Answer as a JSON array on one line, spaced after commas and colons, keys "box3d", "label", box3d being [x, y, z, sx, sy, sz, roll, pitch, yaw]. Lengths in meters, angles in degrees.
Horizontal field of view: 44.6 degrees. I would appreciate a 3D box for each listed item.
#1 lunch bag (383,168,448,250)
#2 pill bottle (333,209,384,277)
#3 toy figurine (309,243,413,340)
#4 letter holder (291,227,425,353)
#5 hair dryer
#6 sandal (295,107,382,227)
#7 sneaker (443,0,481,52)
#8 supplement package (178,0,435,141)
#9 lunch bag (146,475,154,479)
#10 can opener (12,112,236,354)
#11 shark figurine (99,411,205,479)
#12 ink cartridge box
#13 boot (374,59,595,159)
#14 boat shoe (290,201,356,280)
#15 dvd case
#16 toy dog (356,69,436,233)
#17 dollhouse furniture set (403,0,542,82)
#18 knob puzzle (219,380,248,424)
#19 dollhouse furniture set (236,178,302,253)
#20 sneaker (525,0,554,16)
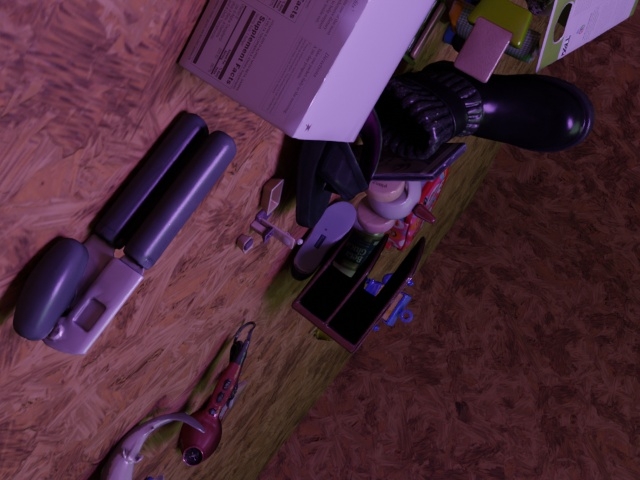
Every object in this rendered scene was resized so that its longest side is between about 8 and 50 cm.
[{"box3d": [0.248, -0.129, 2.055, 0.258, 0.120, 0.293, -56, 169, -19], "label": "lunch bag"}, {"box3d": [0.073, 0.022, 1.808, 0.094, 0.094, 0.169, -33, 153, -60], "label": "pill bottle"}, {"box3d": [0.160, 0.193, 2.282, 0.362, 0.217, 0.191, -56, 167, 0], "label": "toy figurine"}, {"box3d": [0.092, 0.056, 1.589, 0.214, 0.152, 0.302, -52, 179, 18], "label": "letter holder"}, {"box3d": [-0.208, 0.304, 1.481, 0.293, 0.080, 0.223, -74, -178, -47], "label": "hair dryer"}, {"box3d": [0.039, -0.148, 1.157, 0.446, 0.107, 0.167, 103, 9, -58], "label": "sandal"}, {"box3d": [0.336, -0.474, 1.546, 0.081, 0.090, 0.232, -34, 155, -55], "label": "sneaker"}, {"box3d": [0.014, -0.249, 0.799, 0.262, 0.145, 0.204, -59, 167, 15], "label": "supplement package"}, {"box3d": [-0.298, 0.707, 1.492, 0.328, 0.385, 0.239, -41, 161, -46], "label": "lunch bag"}, {"box3d": [-0.194, -0.012, 0.781, 0.283, 0.076, 0.095, -55, 168, -10], "label": "can opener"}, {"box3d": [-0.325, 0.381, 1.310, 0.116, 0.166, 0.278, -32, -150, 51], "label": "shark figurine"}, {"box3d": [0.447, -0.434, 1.341, 0.255, 0.097, 0.189, -32, 151, -19], "label": "ink cartridge box"}, {"box3d": [0.255, -0.208, 1.310, 0.260, 0.348, 0.131, -28, 128, -52], "label": "boot"}, {"box3d": [0.000, 0.000, 1.583, 0.183, 0.065, 0.083, -51, 179, -23], "label": "boat shoe"}, {"box3d": [0.126, -0.140, 1.381, 0.164, 0.221, 0.018, -40, 126, -51], "label": "dvd case"}, {"box3d": [0.199, -0.156, 1.575, 0.334, 0.161, 0.220, -65, 170, -4], "label": "toy dog"}, {"box3d": [0.261, -0.336, 1.368, 0.151, 0.197, 0.301, -61, 166, 11], "label": "dollhouse furniture set"}, {"box3d": [-0.246, 0.391, 1.700, 0.213, 0.030, 0.213, -52, 167, -16], "label": "knob puzzle"}, {"box3d": [-0.067, -0.027, 1.196, 0.091, 0.081, 0.114, -47, 165, -34], "label": "dollhouse furniture set"}, {"box3d": [0.341, -0.517, 1.370, 0.182, 0.158, 0.410, -37, 152, 1], "label": "sneaker"}]
